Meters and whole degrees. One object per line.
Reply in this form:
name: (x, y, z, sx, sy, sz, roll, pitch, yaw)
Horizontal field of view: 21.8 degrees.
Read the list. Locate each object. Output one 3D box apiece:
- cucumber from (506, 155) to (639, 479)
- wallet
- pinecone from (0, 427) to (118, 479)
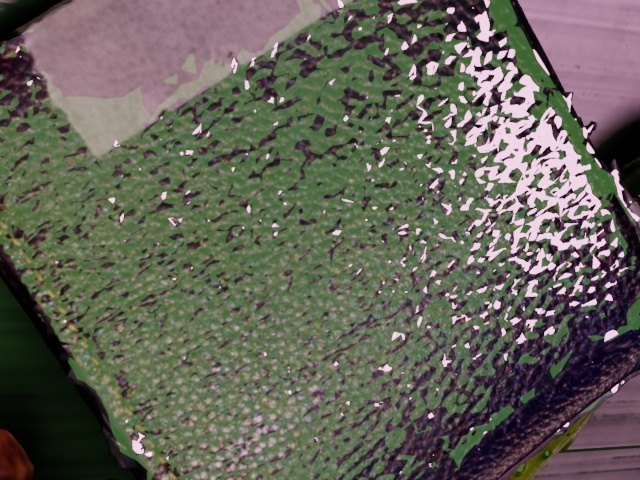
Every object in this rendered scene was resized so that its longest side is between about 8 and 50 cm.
cucumber: (0.118, 0.040, 0.750, 0.069, 0.069, 0.227, 32, 99, -40)
wallet: (0.000, 0.000, 0.631, 0.221, 0.071, 0.262, -34, 113, -10)
pinecone: (-0.147, 0.206, 0.557, 0.264, 0.264, 0.264, -16, 123, -26)
